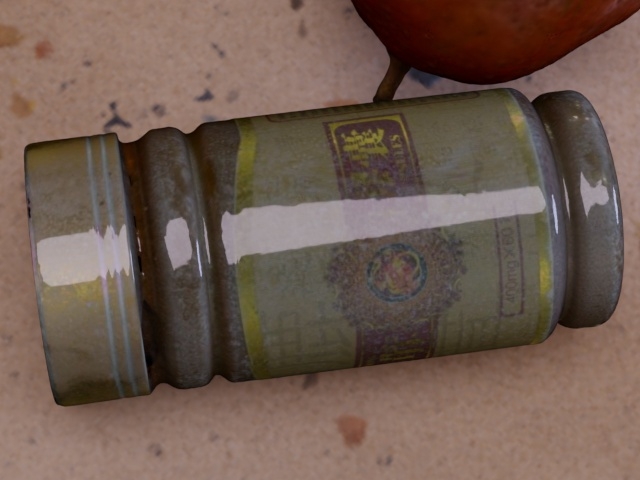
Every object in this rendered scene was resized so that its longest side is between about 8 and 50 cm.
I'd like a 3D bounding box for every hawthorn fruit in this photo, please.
[{"bbox_3d":[0.093,-0.171,1.155,0.196,0.196,0.225,37,105,6],"label":"hawthorn fruit"}]

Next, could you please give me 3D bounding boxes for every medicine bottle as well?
[{"bbox_3d":[0.000,0.000,1.131,0.322,0.151,0.151,-7,76,-6],"label":"medicine bottle"}]
